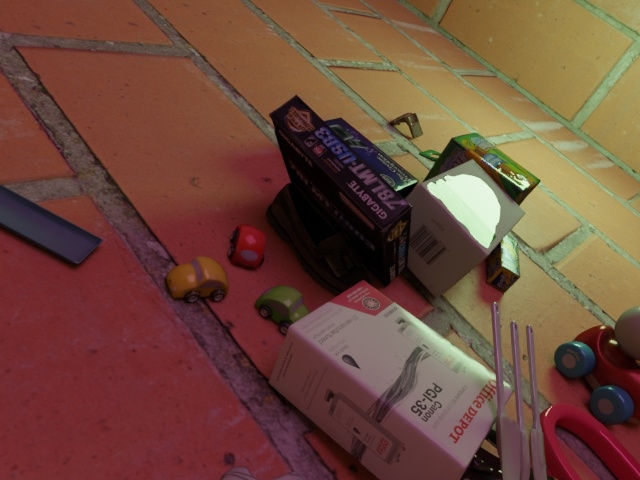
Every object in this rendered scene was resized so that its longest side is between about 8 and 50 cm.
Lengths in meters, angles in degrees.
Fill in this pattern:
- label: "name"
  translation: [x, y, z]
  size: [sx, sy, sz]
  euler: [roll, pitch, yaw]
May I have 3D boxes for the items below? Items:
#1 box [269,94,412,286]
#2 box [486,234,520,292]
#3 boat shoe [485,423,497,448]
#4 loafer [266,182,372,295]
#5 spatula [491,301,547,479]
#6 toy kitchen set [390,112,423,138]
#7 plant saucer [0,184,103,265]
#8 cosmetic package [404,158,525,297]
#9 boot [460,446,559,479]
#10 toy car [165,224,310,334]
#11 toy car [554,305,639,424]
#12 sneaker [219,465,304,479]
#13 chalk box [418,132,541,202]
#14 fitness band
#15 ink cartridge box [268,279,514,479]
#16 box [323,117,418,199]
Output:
- label: "box"
  translation: [0.042, -0.077, 0.990]
  size: [0.073, 0.293, 0.295]
  euler: [-40, 70, -8]
- label: "box"
  translation: [0.442, 0.049, 1.303]
  size: [0.054, 0.059, 0.169]
  euler: [32, 34, -2]
- label: "boat shoe"
  translation: [0.260, 0.294, 0.856]
  size: [0.046, 0.038, 0.125]
  euler: [11, 6, -31]
- label: "loafer"
  translation: [0.000, 0.000, 1.012]
  size: [0.267, 0.084, 0.096]
  euler: [45, 38, 19]
- label: "spatula"
  translation: [0.276, 0.215, 0.743]
  size: [0.168, 0.019, 0.242]
  euler: [30, 56, -39]
- label: "toy kitchen set"
  translation: [0.271, -0.361, 1.725]
  size: [0.068, 0.075, 0.083]
  euler: [-27, 17, -11]
- label: "plant saucer"
  translation: [-0.422, -0.024, 0.788]
  size: [0.192, 0.018, 0.067]
  euler: [29, 34, -3]
- label: "cosmetic package"
  translation: [0.300, -0.041, 1.195]
  size: [0.197, 0.155, 0.365]
  euler: [48, 34, 9]
- label: "boot"
  translation: [0.262, 0.407, 0.725]
  size: [0.206, 0.090, 0.248]
  euler: [25, 34, 13]
- label: "toy car"
  translation: [-0.100, 0.068, 0.879]
  size: [0.225, 0.053, 0.239]
  euler: [37, 35, 9]
- label: "toy car"
  translation: [0.649, 0.225, 1.080]
  size: [0.219, 0.238, 0.210]
  euler: [1, 44, -35]
- label: "sneaker"
  translation: [-0.017, 0.317, 0.602]
  size: [0.232, 0.090, 0.115]
  euler: [27, 31, -6]
- label: "chalk box"
  translation: [0.397, -0.168, 1.436]
  size: [0.289, 0.179, 0.180]
  euler: [43, 35, 17]
- label: "fitness band"
  translation: [0.470, 0.408, 0.887]
  size: [0.208, 0.054, 0.291]
  euler: [-3, 47, -43]
- label: "ink cartridge box"
  translation: [0.103, 0.206, 0.768]
  size: [0.283, 0.117, 0.207]
  euler: [34, 33, 23]
- label: "box"
  translation: [0.073, -0.167, 1.265]
  size: [0.261, 0.103, 0.184]
  euler: [42, 39, 16]
